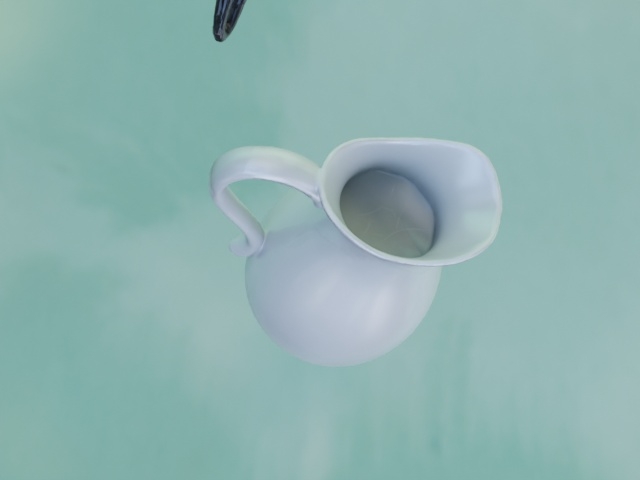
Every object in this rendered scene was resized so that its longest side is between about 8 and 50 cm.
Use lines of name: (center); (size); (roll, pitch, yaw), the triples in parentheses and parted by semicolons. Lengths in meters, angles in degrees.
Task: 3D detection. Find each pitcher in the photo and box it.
pitcher: (0.000, 0.000, 1.180); (0.177, 0.125, 0.207); (14, 156, -11)

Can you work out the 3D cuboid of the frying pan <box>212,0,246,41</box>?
frying pan: (-0.028, -0.319, 1.316); (0.053, 0.326, 0.197); (18, 170, 26)
